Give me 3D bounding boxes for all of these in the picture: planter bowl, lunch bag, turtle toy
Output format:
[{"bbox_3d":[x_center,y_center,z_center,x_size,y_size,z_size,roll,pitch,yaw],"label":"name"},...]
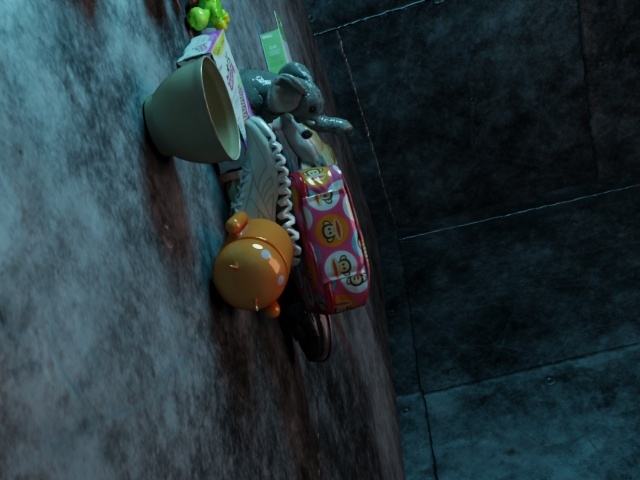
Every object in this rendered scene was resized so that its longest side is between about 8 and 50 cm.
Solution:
[{"bbox_3d":[-0.200,-0.187,1.206,0.162,0.109,0.162,-14,90,-80],"label":"planter bowl"},{"bbox_3d":[0.000,0.000,1.600,0.258,0.120,0.293,168,-91,-78],"label":"lunch bag"},{"bbox_3d":[-0.228,-0.457,1.571,0.130,0.066,0.095,-88,162,-57],"label":"turtle toy"}]

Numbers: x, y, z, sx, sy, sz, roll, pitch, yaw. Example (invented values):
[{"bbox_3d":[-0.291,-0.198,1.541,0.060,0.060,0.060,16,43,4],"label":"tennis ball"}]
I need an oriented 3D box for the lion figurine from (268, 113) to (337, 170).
[{"bbox_3d":[-0.058,-0.273,2.124,0.240,0.142,0.392,-104,170,-52],"label":"lion figurine"}]

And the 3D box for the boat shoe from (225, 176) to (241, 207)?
[{"bbox_3d":[-0.124,-0.034,1.549,0.068,0.072,0.190,-83,158,-66],"label":"boat shoe"}]

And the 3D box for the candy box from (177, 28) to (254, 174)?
[{"bbox_3d":[-0.188,-0.267,1.517,0.159,0.071,0.233,-87,160,-59],"label":"candy box"}]

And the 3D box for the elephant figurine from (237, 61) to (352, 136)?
[{"bbox_3d":[-0.071,-0.322,1.775,0.186,0.240,0.169,60,19,-60],"label":"elephant figurine"}]

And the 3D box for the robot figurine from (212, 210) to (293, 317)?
[{"bbox_3d":[-0.111,0.041,1.344,0.219,0.128,0.158,-77,-176,-70],"label":"robot figurine"}]

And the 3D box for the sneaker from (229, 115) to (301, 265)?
[{"bbox_3d":[-0.113,-0.082,1.464,0.110,0.118,0.292,-136,-144,-72],"label":"sneaker"}]

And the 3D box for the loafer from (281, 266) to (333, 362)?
[{"bbox_3d":[-0.056,0.124,1.726,0.095,0.109,0.302,-4,75,-43],"label":"loafer"}]

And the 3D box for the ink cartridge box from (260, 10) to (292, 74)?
[{"bbox_3d":[-0.129,-0.560,2.342,0.109,0.062,0.209,-30,106,-81],"label":"ink cartridge box"}]
